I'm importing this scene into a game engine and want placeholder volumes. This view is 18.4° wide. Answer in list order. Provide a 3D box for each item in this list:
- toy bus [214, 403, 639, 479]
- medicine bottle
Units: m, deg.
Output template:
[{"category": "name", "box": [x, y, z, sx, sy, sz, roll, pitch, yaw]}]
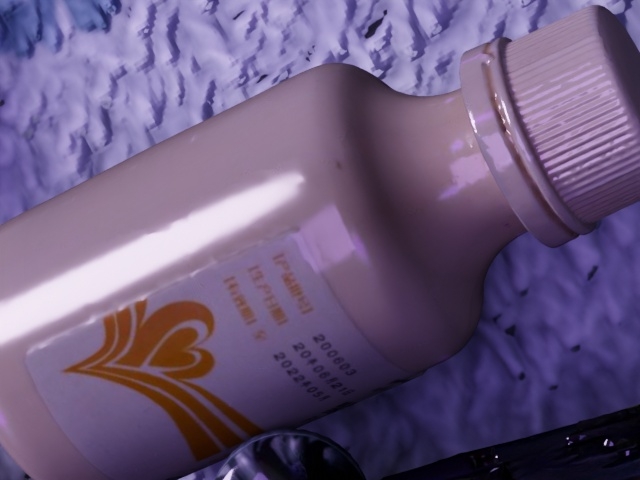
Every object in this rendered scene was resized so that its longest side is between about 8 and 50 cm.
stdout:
[{"category": "toy bus", "box": [0.105, 0.109, 0.614, 0.331, 0.145, 0.151, -16, 90, 1]}, {"category": "medicine bottle", "box": [0.000, 0.000, 0.691, 0.252, 0.114, 0.114, -26, 90, 19]}]
